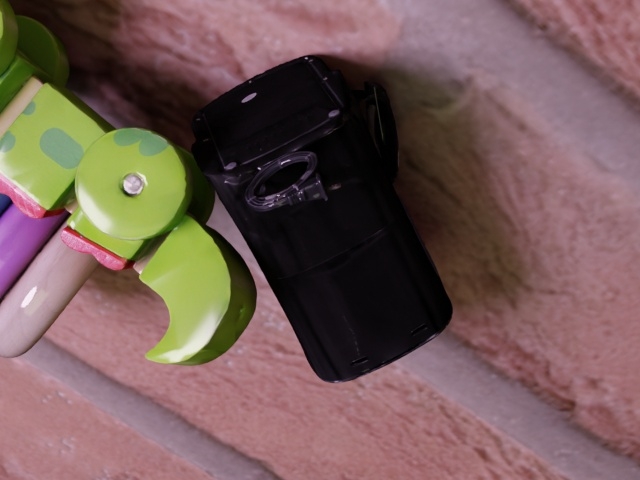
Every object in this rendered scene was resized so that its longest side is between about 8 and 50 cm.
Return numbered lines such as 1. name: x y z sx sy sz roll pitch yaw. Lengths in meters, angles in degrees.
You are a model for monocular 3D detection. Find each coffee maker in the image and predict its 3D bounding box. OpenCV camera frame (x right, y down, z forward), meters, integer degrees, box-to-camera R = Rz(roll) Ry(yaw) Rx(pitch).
1. coffee maker: 0.000 0.000 0.649 0.120 0.171 0.178 -16 123 20

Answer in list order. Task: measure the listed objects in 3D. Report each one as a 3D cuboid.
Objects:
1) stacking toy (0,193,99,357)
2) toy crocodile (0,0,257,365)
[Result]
1. stacking toy: -0.299 -0.066 0.701 0.330 0.141 0.141 38 126 -11
2. toy crocodile: -0.169 -0.062 0.635 0.340 0.115 0.105 41 91 2
